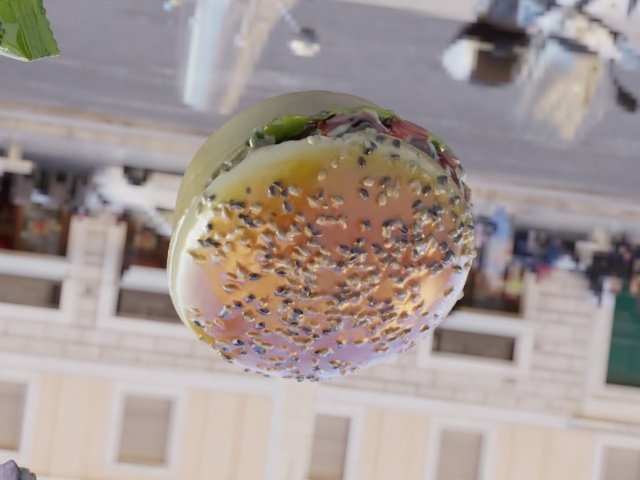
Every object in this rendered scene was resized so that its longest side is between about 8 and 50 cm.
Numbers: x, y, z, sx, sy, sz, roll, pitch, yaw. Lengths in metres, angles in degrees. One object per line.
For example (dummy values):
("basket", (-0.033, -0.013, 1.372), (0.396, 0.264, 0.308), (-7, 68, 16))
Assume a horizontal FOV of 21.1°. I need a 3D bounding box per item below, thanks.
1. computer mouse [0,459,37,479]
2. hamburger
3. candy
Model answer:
("computer mouse", (-0.291, 0.243, 1.201), (0.245, 0.056, 0.126), (-32, -155, 15))
("hamburger", (0.000, 0.000, 1.600), (0.300, 0.300, 0.176), (8, -151, -22))
("candy", (-0.417, -0.253, 1.875), (0.246, 0.149, 0.069), (-12, 178, -30))
